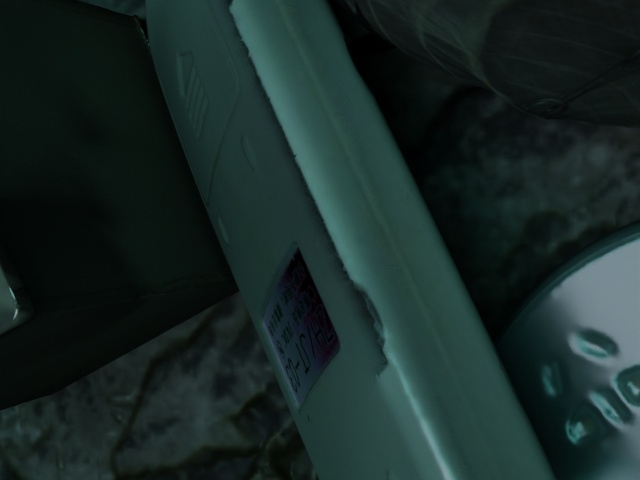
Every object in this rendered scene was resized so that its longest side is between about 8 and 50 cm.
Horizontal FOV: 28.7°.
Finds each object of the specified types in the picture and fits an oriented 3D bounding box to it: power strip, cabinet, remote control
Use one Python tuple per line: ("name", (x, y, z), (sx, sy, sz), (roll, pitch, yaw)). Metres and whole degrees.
("power strip", (0.156, 0.067, 0.494), (0.253, 0.054, 0.167), (-45, 78, 17))
("cabinet", (-0.151, -0.010, 0.520), (0.150, 0.206, 0.145), (-29, 82, 19))
("remote control", (0.000, 0.000, 0.493), (0.056, 0.140, 0.296), (-16, 71, -20))

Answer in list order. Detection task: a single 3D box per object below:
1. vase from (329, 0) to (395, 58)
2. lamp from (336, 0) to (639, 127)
("vase", (-0.003, -0.198, 0.520), (0.116, 0.115, 0.237), (-22, 87, 19))
("lamp", (0.099, -0.155, 0.377), (0.265, 0.233, 0.233), (-13, 87, 42))
